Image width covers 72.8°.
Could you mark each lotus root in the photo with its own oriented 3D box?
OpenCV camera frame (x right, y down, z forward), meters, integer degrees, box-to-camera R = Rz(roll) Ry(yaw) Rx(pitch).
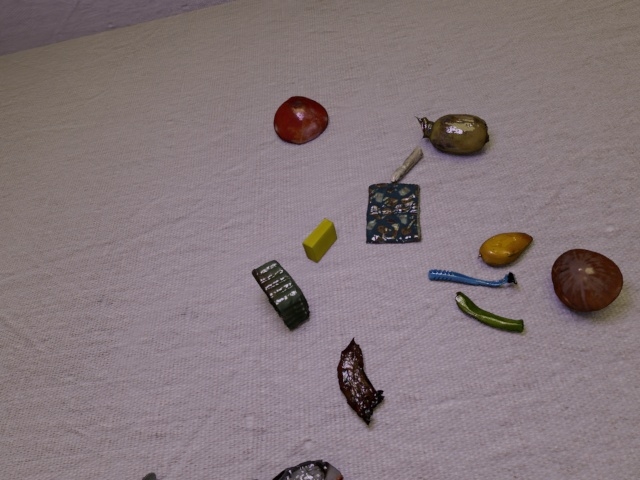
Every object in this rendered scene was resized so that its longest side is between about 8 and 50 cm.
[{"bbox_3d":[0.479,-0.396,1.602,0.278,0.154,0.154,12,60,18],"label":"lotus root"}]

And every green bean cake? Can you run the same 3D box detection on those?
[{"bbox_3d":[-0.115,0.162,1.324,0.094,0.181,0.173,-33,54,-13],"label":"green bean cake"}]

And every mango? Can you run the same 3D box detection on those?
[{"bbox_3d":[0.571,0.023,1.347,0.187,0.066,0.101,-24,47,-11],"label":"mango"}]

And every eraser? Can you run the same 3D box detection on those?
[{"bbox_3d":[0.000,0.000,1.459,0.045,0.097,0.122,27,66,29],"label":"eraser"}]

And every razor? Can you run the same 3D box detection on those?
[{"bbox_3d":[0.458,0.115,1.322,0.253,0.042,0.082,4,15,15],"label":"razor"}]

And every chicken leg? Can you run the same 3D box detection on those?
[{"bbox_3d":[0.101,0.387,1.199,0.105,0.063,0.234,-21,54,-9],"label":"chicken leg"}]

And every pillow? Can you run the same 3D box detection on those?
[{"bbox_3d":[0.254,-0.100,1.516,0.189,0.034,0.255,-2,58,13],"label":"pillow"}]

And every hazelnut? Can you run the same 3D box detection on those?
[{"bbox_3d":[0.733,0.107,1.190,0.182,0.182,0.182,-5,56,8],"label":"hazelnut"}]

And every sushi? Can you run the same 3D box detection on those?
[{"bbox_3d":[-0.096,0.620,1.048,0.332,0.124,0.130,-21,66,-4],"label":"sushi"}]

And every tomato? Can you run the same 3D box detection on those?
[{"bbox_3d":[-0.083,-0.518,1.800,0.233,0.139,0.200,-36,63,-13],"label":"tomato"}]

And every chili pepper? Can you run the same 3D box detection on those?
[{"bbox_3d":[0.478,0.213,1.247,0.201,0.050,0.052,23,48,22],"label":"chili pepper"}]

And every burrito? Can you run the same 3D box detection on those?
[{"bbox_3d":[0.319,-0.279,1.611,0.041,0.045,0.185,45,69,-5],"label":"burrito"}]

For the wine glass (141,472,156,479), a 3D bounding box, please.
[{"bbox_3d":[-0.367,0.662,1.102,0.195,0.079,0.079,10,59,19],"label":"wine glass"}]
